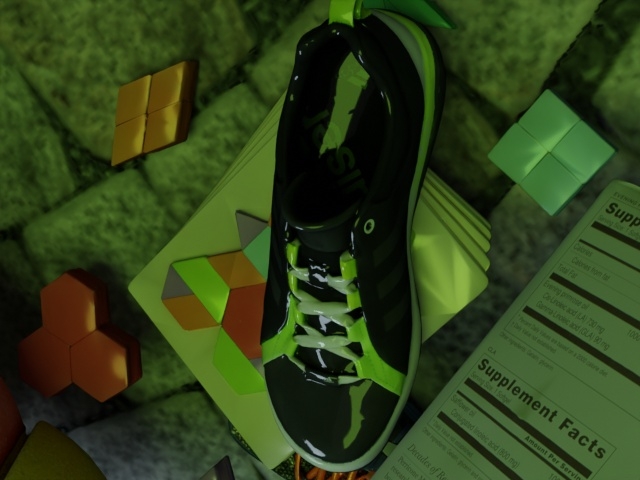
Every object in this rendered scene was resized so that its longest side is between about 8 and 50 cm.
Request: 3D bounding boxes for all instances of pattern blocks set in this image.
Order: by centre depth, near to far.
[{"bbox_3d":[-0.014,0.017,0.597,0.285,0.026,0.325,36,108,15],"label":"pattern blocks set"}]

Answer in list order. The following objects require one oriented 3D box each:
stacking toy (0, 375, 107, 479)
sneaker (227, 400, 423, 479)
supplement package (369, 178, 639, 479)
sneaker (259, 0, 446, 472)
[{"bbox_3d":[-0.234,0.193,0.630,0.480,0.351,0.351,32,118,-8],"label":"stacking toy"},{"bbox_3d":[0.042,0.147,0.643,0.221,0.087,0.083,28,117,4],"label":"sneaker"},{"bbox_3d":[0.132,0.120,0.500,0.244,0.134,0.139,-50,127,-3],"label":"supplement package"},{"bbox_3d":[0.000,0.000,0.520,0.084,0.097,0.235,8,99,22],"label":"sneaker"}]
